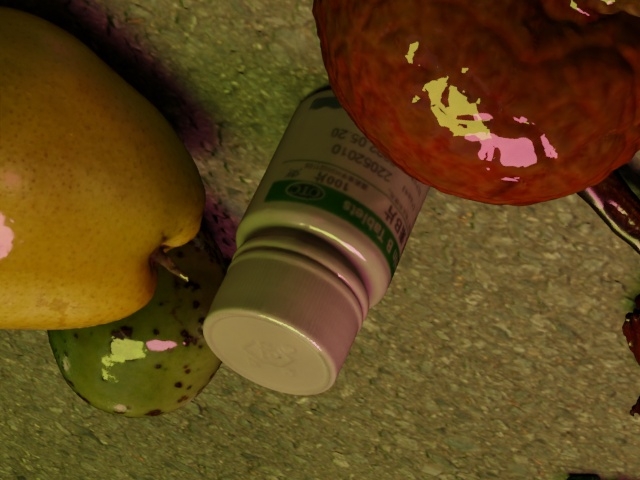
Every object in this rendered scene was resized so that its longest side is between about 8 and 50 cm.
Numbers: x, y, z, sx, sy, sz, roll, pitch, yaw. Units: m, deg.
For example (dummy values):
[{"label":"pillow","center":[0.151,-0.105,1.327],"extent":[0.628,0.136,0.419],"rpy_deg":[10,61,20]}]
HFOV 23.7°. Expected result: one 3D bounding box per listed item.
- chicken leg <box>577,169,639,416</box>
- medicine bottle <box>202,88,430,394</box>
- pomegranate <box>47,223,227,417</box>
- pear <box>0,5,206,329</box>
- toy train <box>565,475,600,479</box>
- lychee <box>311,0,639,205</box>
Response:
[{"label":"chicken leg","center":[0.298,0.050,1.280],"extent":[0.158,0.096,0.407],"rpy_deg":[20,152,47]},{"label":"medicine bottle","center":[0.000,0.000,1.262],"extent":[0.139,0.237,0.139],"rpy_deg":[17,145,12]},{"label":"pomegranate","center":[-0.150,0.065,1.526],"extent":[0.247,0.214,0.214],"rpy_deg":[-1,163,-34]},{"label":"pear","center":[-0.275,-0.061,1.332],"extent":[0.336,0.285,0.285],"rpy_deg":[2,144,8]},{"label":"toy train","center":[0.344,0.303,1.632],"extent":[0.170,0.071,0.111],"rpy_deg":[-10,127,42]},{"label":"lychee","center":[0.114,-0.145,0.970],"extent":[0.255,0.255,0.300],"rpy_deg":[35,171,-15]}]
